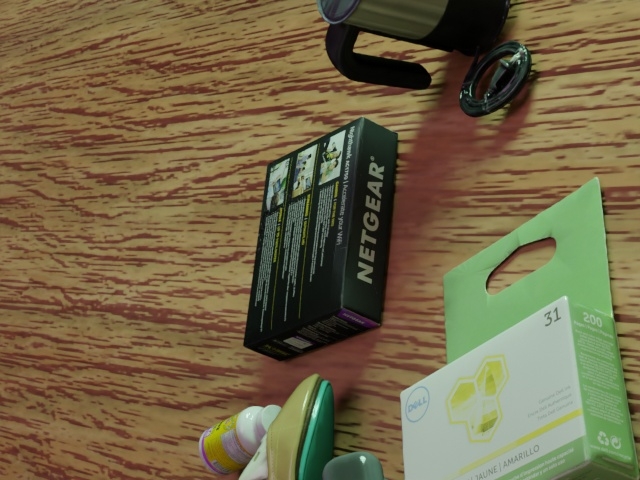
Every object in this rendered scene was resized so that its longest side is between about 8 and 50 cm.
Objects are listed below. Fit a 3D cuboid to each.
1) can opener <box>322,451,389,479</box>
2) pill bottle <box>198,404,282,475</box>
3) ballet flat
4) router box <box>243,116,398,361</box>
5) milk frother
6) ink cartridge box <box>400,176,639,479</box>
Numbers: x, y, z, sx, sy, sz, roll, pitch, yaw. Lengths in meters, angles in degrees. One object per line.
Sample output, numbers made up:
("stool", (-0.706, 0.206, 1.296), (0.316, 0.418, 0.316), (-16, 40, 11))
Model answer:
("can opener", (0.059, 0.266, 1.072), (0.093, 0.074, 0.280), (-20, 46, 5))
("pill bottle", (-0.062, 0.164, 1.324), (0.083, 0.043, 0.043), (-31, 46, 42))
("ballet flat", (-0.034, 0.209, 1.207), (0.073, 0.080, 0.232), (-2, 62, 13))
("router box", (0.000, 0.000, 1.338), (0.133, 0.046, 0.178), (-23, 52, 47))
("milk frother", (0.083, -0.171, 1.241), (0.143, 0.135, 0.129), (28, 107, 60))
("ink cartridge box", (0.127, 0.081, 1.092), (0.171, 0.056, 0.235), (-35, 45, 41))
